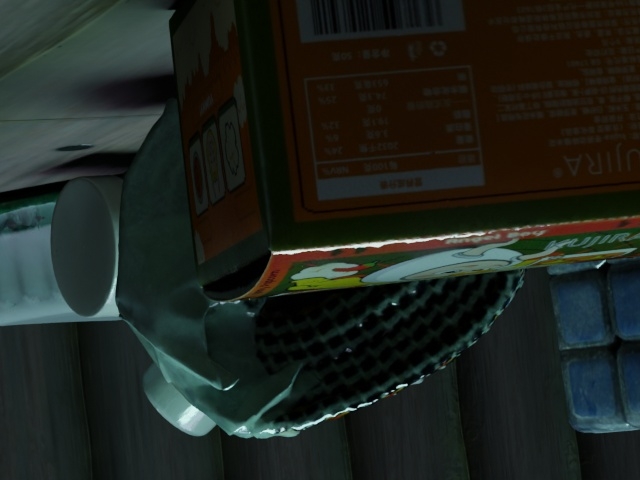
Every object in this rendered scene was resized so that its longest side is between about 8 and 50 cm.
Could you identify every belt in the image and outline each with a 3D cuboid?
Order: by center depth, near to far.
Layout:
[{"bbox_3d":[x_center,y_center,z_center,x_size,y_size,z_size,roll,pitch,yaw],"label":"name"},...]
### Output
[{"bbox_3d":[0.000,0.000,1.115,0.257,0.207,0.150,-22,173,5],"label":"belt"}]

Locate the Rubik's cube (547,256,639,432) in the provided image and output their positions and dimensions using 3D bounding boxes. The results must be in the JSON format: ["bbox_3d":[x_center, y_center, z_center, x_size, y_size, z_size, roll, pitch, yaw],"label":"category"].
[{"bbox_3d":[0.283,-0.021,1.064,0.238,0.237,0.237,-4,174,-40],"label":"Rubik's cube"}]

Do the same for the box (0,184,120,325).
[{"bbox_3d":[-0.193,0.016,1.690,0.264,0.106,0.337,-9,175,28],"label":"box"}]

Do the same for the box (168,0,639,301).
[{"bbox_3d":[0.046,-0.056,0.838,0.195,0.148,0.177,-6,174,-14],"label":"box"}]

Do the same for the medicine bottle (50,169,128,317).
[{"bbox_3d":[-0.075,-0.002,1.461,0.250,0.131,0.131,-3,174,-34],"label":"medicine bottle"}]

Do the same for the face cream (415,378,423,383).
[{"bbox_3d":[0.005,0.065,1.995,0.187,0.201,0.201,-8,176,6],"label":"face cream"}]

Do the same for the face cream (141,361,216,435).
[{"bbox_3d":[-0.028,0.043,1.663,0.314,0.089,0.143,-45,162,13],"label":"face cream"}]
